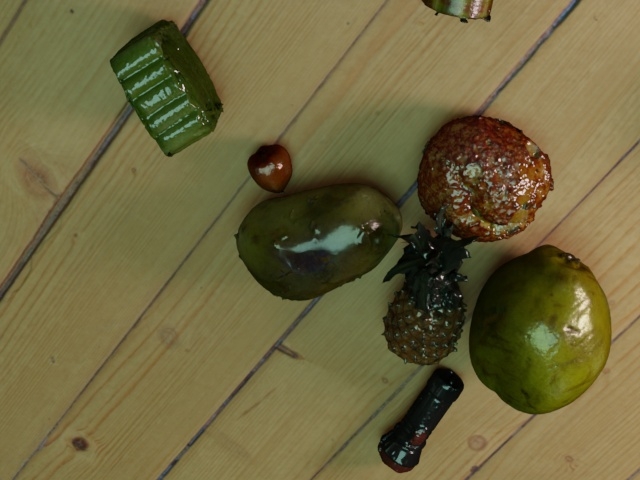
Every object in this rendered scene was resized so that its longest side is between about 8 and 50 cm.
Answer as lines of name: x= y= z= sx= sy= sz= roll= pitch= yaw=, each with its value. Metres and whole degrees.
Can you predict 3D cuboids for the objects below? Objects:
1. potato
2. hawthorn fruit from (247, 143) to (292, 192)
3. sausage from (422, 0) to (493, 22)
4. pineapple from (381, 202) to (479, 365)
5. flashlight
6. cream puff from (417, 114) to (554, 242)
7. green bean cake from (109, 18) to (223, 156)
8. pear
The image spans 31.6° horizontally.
potato: x=0.000 y=0.000 z=2.048 sx=0.308 sy=0.173 sz=0.210 roll=-19 pitch=111 yaw=18
hawthorn fruit: x=-0.085 y=-0.125 z=2.049 sx=0.081 sy=0.081 sz=0.093 roll=-20 pitch=121 yaw=16
sausage: x=0.246 y=-0.516 z=1.795 sx=0.117 sy=0.125 sz=0.317 roll=-3 pitch=116 yaw=-29
pineapple: x=0.193 y=0.074 z=2.022 sx=0.166 sy=0.165 sz=0.364 roll=5 pitch=140 yaw=4
flashlight: x=0.204 y=0.359 z=2.255 sx=0.093 sy=0.093 sz=0.232 roll=28 pitch=116 yaw=-8
cream puff: x=0.285 y=-0.099 z=1.977 sx=0.240 sy=0.164 sz=0.240 roll=0 pitch=116 yaw=1
green bean cake: x=-0.259 y=-0.265 z=1.923 sx=0.113 sy=0.214 sz=0.200 roll=-26 pitch=111 yaw=12
pear: x=0.396 y=0.163 z=2.035 sx=0.269 sy=0.269 sz=0.321 roll=17 pitch=126 yaw=-2
